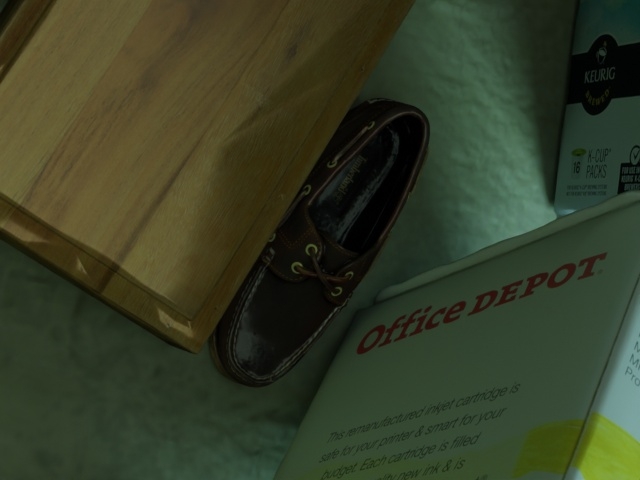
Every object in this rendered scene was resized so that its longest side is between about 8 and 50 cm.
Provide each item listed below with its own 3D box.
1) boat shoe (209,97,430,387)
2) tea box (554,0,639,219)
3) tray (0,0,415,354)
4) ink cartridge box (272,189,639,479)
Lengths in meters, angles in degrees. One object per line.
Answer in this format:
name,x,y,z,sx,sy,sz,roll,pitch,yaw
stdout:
boat shoe,0.000,0.000,1.016,0.073,0.073,0.207,31,83,-22
tea box,0.329,-0.154,0.996,0.220,0.329,0.324,9,88,-20
tray,-0.056,-0.159,0.988,0.203,0.076,0.411,34,79,-18
ink cartridge box,0.084,0.191,0.877,0.160,0.279,0.385,41,55,-20
